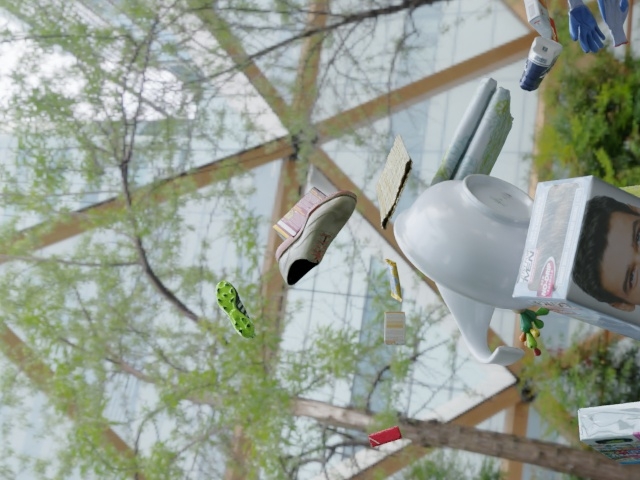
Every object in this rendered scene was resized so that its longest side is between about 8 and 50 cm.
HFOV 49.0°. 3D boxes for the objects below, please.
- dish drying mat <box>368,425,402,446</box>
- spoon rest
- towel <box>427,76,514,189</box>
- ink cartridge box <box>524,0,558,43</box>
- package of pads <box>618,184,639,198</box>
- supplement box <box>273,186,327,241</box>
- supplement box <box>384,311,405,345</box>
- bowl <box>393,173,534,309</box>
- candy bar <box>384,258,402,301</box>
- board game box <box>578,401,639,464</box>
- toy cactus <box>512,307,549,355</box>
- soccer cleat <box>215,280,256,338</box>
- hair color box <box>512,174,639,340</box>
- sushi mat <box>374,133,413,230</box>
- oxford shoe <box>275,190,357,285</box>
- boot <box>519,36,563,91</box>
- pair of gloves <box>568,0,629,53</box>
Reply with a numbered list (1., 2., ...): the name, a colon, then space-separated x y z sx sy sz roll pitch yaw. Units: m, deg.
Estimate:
1. dish drying mat: 0.159 0.484 1.730 0.008 0.083 0.032 5 -117 -64
2. spoon rest: 0.286 0.123 1.294 0.276 0.137 0.084 -102 29 -48
3. towel: 0.342 -0.174 1.656 0.374 0.090 0.320 -65 -17 4
4. ink cartridge box: 0.653 -0.642 2.026 0.179 0.045 0.145 24 -127 -36
5. package of pads: 0.597 -0.019 1.507 0.229 0.297 0.101 88 175 -61
6. supplement box: -0.041 -0.064 2.211 0.188 0.104 0.081 -45 -43 -8
7. supplement box: 0.225 0.266 2.121 0.036 0.062 0.098 74 -162 -57
8. bowl: 0.290 -0.024 1.235 0.298 0.298 0.134 -42 -21 -55
9. candy bar: 0.202 0.108 1.936 0.018 0.040 0.161 -38 -41 -22
10. board game box: 0.907 0.554 2.007 0.303 0.224 0.097 33 -128 -39
11. toy cactus: 0.614 0.214 2.072 0.180 0.112 0.219 39 -125 -27
12. soccer cleat: -0.225 0.187 1.863 0.179 0.060 0.072 58 178 25
13. hair color box: 0.492 0.050 1.094 0.375 0.114 0.185 19 -99 -24
14. sushi mat: 0.154 -0.134 1.511 0.316 0.019 0.151 -83 14 -72
15. oxford shoe: 0.000 0.000 2.059 0.123 0.348 0.130 18 -142 -31
16. boot: 0.495 -0.403 1.599 0.190 0.069 0.086 -42 -22 -52
17. pair of gloves: 0.648 -0.518 1.626 0.198 0.023 0.159 -18 -88 -24
